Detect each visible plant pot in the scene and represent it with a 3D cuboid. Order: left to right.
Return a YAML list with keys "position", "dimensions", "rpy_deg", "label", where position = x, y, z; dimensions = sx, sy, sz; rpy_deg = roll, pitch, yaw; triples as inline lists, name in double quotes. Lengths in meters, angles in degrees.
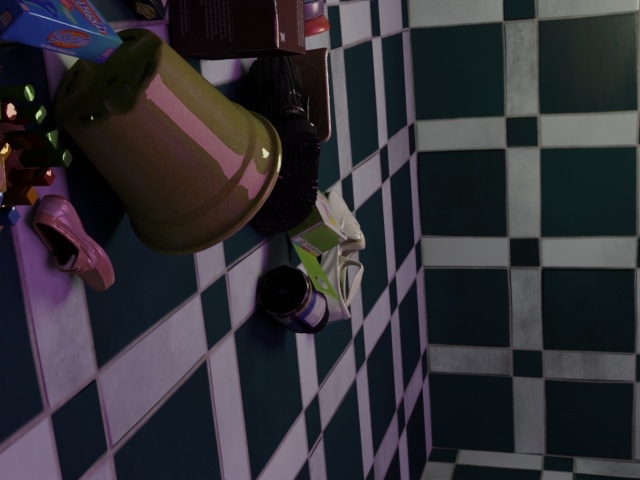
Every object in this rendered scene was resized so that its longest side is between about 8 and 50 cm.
- position: [-0.236, -0.160, 1.276]
  dimensions: [0.254, 0.276, 0.276]
  rpy_deg: [50, 41, -47]
  label: "plant pot"

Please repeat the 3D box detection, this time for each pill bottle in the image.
- position: [-0.054, 0.145, 2.021]
  dimensions: [0.219, 0.122, 0.123]
  rpy_deg: [51, 42, -64]
  label: "pill bottle"

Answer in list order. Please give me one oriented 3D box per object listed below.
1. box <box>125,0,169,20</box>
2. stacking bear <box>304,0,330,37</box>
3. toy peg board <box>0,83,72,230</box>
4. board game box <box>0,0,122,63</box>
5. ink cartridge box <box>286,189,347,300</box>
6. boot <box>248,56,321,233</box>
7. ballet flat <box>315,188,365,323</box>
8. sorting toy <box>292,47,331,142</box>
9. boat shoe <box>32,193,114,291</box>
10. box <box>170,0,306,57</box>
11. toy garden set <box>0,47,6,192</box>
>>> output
- position: [-0.285, -0.494, 1.401]
  dimensions: [0.175, 0.051, 0.220]
  rpy_deg: [56, 39, -61]
  label: "box"
- position: [-0.082, -0.588, 1.894]
  dimensions: [0.175, 0.164, 0.289]
  rpy_deg: [-53, 136, -62]
  label: "stacking bear"
- position: [-0.382, -0.103, 1.056]
  dimensions: [0.161, 0.079, 0.161]
  rpy_deg: [71, 25, -45]
  label: "toy peg board"
- position: [-0.352, -0.300, 1.060]
  dimensions: [0.160, 0.047, 0.210]
  rpy_deg: [51, 15, 8]
  label: "board game box"
- position: [0.000, 0.000, 2.052]
  dimensions: [0.255, 0.097, 0.189]
  rpy_deg: [63, 10, 19]
  label: "ink cartridge box"
- position: [-0.089, -0.209, 1.907]
  dimensions: [0.348, 0.131, 0.260]
  rpy_deg: [109, -29, -46]
  label: "boot"
- position: [0.058, 0.045, 2.363]
  dimensions: [0.139, 0.139, 0.400]
  rpy_deg: [60, 34, -57]
  label: "ballet flat"
- position: [-0.039, -0.324, 1.981]
  dimensions: [0.038, 0.193, 0.208]
  rpy_deg: [-4, 97, -39]
  label: "sorting toy"
- position: [-0.346, 0.016, 1.210]
  dimensions: [0.170, 0.063, 0.059]
  rpy_deg: [64, 33, -36]
  label: "boat shoe"
- position: [-0.149, -0.419, 1.589]
  dimensions: [0.167, 0.203, 0.169]
  rpy_deg: [-24, 113, -71]
  label: "box"
- position: [-0.418, -0.135, 0.884]
  dimensions: [0.244, 0.049, 0.204]
  rpy_deg: [-8, 96, -58]
  label: "toy garden set"
